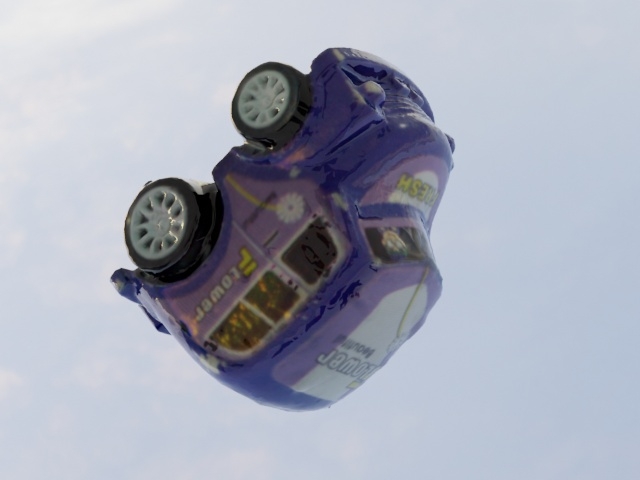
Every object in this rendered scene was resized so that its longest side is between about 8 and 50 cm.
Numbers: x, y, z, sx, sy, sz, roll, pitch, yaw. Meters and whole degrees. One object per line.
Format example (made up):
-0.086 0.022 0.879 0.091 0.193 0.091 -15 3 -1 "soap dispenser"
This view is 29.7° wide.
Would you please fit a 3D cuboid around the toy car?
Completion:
0.000 0.000 0.793 0.235 0.172 0.158 -50 -123 12 "toy car"
